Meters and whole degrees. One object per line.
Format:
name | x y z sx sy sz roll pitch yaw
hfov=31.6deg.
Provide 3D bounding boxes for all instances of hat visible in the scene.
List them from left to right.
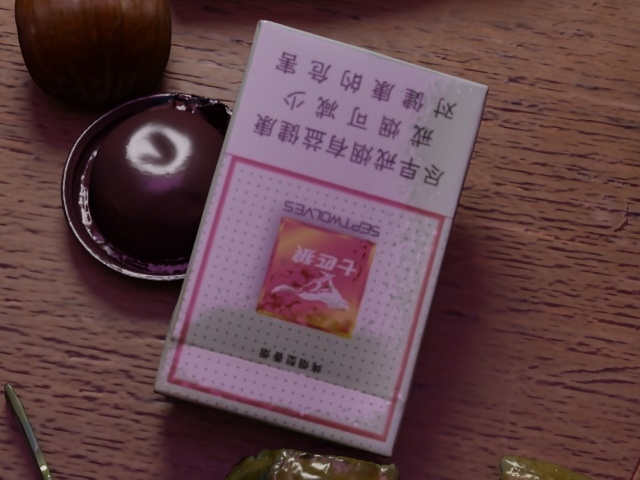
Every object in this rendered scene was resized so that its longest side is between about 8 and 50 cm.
hat | -0.145 -0.060 1.054 0.205 0.089 0.205 1 66 -3

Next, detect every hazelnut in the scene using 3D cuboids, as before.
hazelnut | -0.217 -0.205 1.090 0.150 0.150 0.150 1 67 -3

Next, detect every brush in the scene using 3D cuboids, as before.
brush | -0.229 0.201 0.970 0.030 0.033 0.179 -21 70 -18

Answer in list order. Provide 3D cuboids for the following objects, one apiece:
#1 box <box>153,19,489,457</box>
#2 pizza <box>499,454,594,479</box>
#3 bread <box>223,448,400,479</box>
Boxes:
box | 0.000 0.000 0.979 0.210 0.095 0.330 16 82 -3
pizza | 0.268 0.316 0.924 0.257 0.087 0.268 6 64 -4
bread | -0.032 0.296 0.887 0.152 0.130 0.268 -6 61 38
